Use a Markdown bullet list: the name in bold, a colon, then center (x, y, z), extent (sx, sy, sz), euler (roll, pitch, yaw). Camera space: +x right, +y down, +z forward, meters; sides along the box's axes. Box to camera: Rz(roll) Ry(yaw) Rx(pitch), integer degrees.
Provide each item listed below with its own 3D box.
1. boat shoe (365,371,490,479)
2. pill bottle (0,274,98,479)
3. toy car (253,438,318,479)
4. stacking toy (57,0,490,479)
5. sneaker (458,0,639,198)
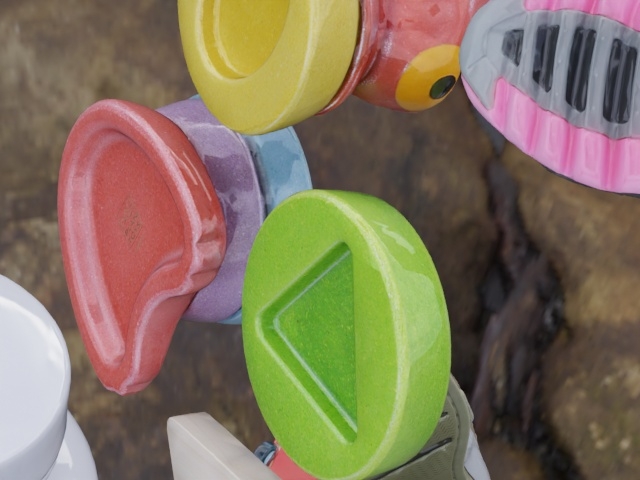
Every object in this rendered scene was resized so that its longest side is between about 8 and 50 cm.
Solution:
- **boat shoe**: center (0.054, 0.136, 1.395), extent (0.113, 0.302, 0.103), euler (-21, 48, 1)
- **pill bottle**: center (-0.074, 0.059, 0.348), extent (0.065, 0.116, 0.065), euler (7, 45, -7)
- **toy car**: center (-0.060, 0.205, 1.202), extent (0.225, 0.053, 0.239), euler (-11, 51, 3)
- **stacking toy**: center (0.000, 0.000, 0.964), extent (0.130, 0.309, 0.279), euler (-6, 66, -33)
- **sneaker**: center (0.088, -0.023, 0.427), extent (0.119, 0.057, 0.047), euler (19, 85, 15)
